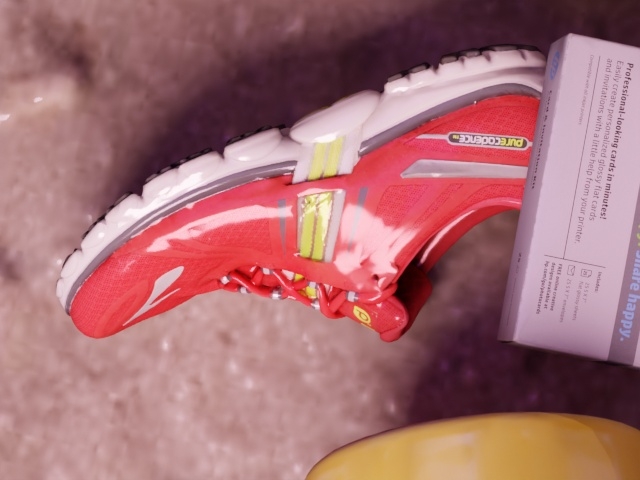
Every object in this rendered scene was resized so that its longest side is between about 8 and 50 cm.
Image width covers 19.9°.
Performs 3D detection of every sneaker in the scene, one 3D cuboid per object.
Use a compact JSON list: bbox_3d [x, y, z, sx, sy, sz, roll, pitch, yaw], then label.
[{"bbox_3d":[0.000,0.000,0.895,0.279,0.107,0.118,-23,84,12],"label":"sneaker"}]

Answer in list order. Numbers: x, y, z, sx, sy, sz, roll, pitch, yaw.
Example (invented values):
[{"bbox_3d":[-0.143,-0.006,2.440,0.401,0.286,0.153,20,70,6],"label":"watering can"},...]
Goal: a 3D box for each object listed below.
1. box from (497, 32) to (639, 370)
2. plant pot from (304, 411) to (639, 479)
[{"bbox_3d":[0.187,-0.005,0.846,0.186,0.038,0.145,12,86,-7],"label":"box"},{"bbox_3d":[0.079,0.211,0.787,0.254,0.254,0.239,-10,67,14],"label":"plant pot"}]
